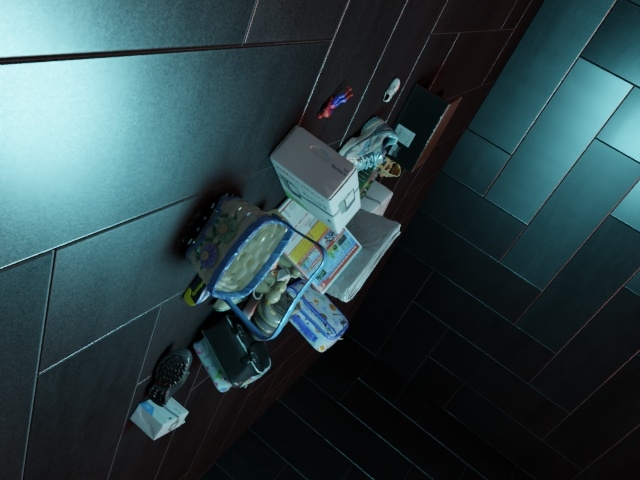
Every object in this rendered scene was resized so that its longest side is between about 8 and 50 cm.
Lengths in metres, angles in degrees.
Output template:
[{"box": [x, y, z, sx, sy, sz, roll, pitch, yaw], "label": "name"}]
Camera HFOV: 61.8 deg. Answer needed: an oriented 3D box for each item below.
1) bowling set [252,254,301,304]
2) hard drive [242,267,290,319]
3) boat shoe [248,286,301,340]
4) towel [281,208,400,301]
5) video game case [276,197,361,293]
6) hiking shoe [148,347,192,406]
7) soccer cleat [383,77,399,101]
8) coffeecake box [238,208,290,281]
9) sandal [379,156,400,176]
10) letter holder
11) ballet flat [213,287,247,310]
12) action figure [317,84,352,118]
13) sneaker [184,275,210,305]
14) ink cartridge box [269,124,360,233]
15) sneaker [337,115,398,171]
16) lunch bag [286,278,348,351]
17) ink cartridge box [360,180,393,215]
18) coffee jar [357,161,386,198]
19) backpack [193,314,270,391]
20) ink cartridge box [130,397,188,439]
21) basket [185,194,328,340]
[{"box": [-0.116, 0.086, 1.695, 0.287, 0.154, 0.200, -49, 164, -17], "label": "bowling set"}, {"box": [-0.223, 0.247, 1.949, 0.307, 0.040, 0.203, -61, 164, 23], "label": "hard drive"}, {"box": [-0.165, 0.237, 1.761, 0.130, 0.132, 0.355, -46, 175, 8], "label": "boat shoe"}, {"box": [0.056, 0.020, 1.770, 0.317, 0.332, 0.053, -50, 138, -18], "label": "towel"}, {"box": [-0.023, -0.007, 1.606, 0.204, 0.285, 0.025, -49, -158, -19], "label": "video game case"}, {"box": [-0.429, 0.381, 1.571, 0.226, 0.086, 0.114, -55, 180, 27], "label": "hiking shoe"}, {"box": [0.229, -0.483, 1.725, 0.083, 0.029, 0.036, -57, 170, 31], "label": "soccer cleat"}, {"box": [-0.173, 0.020, 1.457, 0.142, 0.068, 0.185, -26, 151, -38], "label": "coffeecake box"}, {"box": [0.298, -0.298, 2.257, 0.088, 0.079, 0.240, -55, 165, 3], "label": "sandal"}, {"box": [0.395, -0.451, 2.082, 0.214, 0.152, 0.301, -37, 158, -54], "label": "letter holder"}, {"box": [-0.275, 0.172, 1.629, 0.168, 0.057, 0.052, -19, 115, -71], "label": "ballet flat"}, {"box": [0.035, -0.359, 1.404, 0.115, 0.030, 0.038, -45, 158, -12], "label": "action figure"}, {"box": [-0.294, 0.108, 1.399, 0.144, 0.053, 0.059, -46, 165, 4], "label": "sneaker"}, {"box": [-0.005, -0.152, 1.410, 0.114, 0.198, 0.273, -51, 165, -9], "label": "ink cartridge box"}, {"box": [0.147, -0.283, 1.734, 0.283, 0.122, 0.110, -49, 164, -18], "label": "sneaker"}, {"box": [-0.029, 0.302, 2.159, 0.115, 0.303, 0.243, -50, 168, 20], "label": "lunch bag"}, {"box": [0.157, -0.098, 2.195, 0.283, 0.117, 0.207, -40, 160, -41], "label": "ink cartridge box"}, {"box": [0.167, -0.246, 1.972, 0.184, 0.079, 0.096, -57, 165, 9], "label": "coffee jar"}, {"box": [-0.269, 0.355, 1.707, 0.191, 0.225, 0.253, -33, 172, 8], "label": "backpack"}, {"box": [-0.488, 0.537, 1.661, 0.060, 0.104, 0.180, -57, 166, 8], "label": "ink cartridge box"}, {"box": [-0.153, 0.053, 1.232, 0.254, 0.289, 0.201, -57, 162, 8], "label": "basket"}]
